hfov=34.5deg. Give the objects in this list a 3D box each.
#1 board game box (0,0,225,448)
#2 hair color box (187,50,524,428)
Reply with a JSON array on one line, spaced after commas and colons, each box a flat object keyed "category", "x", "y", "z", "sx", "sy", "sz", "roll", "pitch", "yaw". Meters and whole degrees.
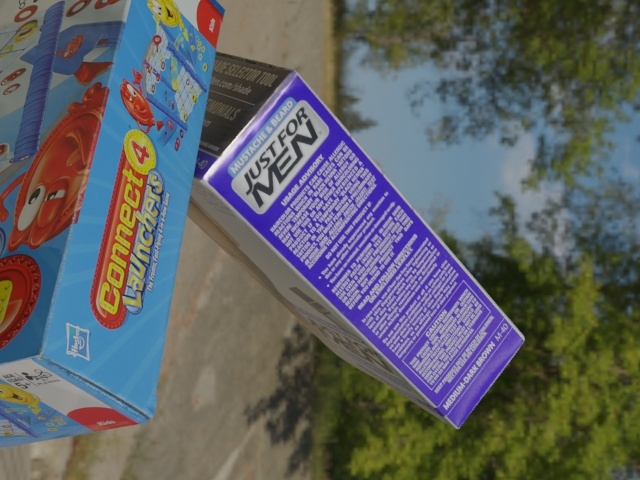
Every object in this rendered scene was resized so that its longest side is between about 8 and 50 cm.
[{"category": "board game box", "x": -0.227, "y": -0.018, "z": 0.659, "sx": 0.086, "sy": 0.308, "sz": 0.302, "roll": 45, "pitch": 40, "yaw": -45}, {"category": "hair color box", "x": 0.000, "y": 0.000, "z": 0.833, "sx": 0.339, "sy": 0.110, "sz": 0.185, "roll": 47, "pitch": -13, "yaw": -34}]
